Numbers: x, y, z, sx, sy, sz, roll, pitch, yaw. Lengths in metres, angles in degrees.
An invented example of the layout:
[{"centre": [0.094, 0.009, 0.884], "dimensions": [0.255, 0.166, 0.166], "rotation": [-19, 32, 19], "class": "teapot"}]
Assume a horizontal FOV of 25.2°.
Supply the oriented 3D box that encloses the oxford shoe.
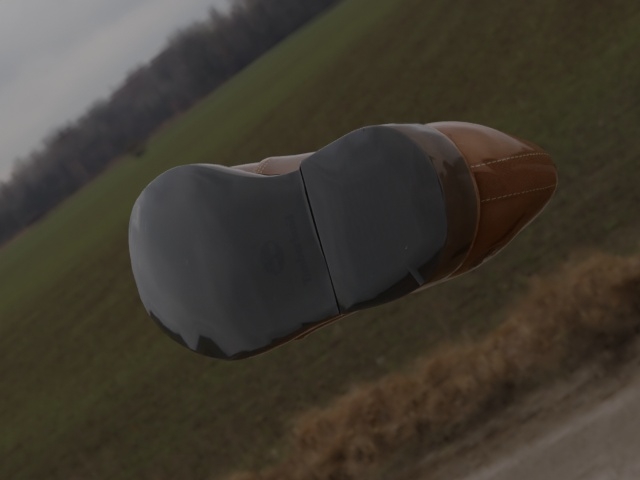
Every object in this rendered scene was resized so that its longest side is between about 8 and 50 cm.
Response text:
[{"centre": [0.000, 0.000, 0.531], "dimensions": [0.076, 0.076, 0.212], "rotation": [-13, 3, -39], "class": "oxford shoe"}]
